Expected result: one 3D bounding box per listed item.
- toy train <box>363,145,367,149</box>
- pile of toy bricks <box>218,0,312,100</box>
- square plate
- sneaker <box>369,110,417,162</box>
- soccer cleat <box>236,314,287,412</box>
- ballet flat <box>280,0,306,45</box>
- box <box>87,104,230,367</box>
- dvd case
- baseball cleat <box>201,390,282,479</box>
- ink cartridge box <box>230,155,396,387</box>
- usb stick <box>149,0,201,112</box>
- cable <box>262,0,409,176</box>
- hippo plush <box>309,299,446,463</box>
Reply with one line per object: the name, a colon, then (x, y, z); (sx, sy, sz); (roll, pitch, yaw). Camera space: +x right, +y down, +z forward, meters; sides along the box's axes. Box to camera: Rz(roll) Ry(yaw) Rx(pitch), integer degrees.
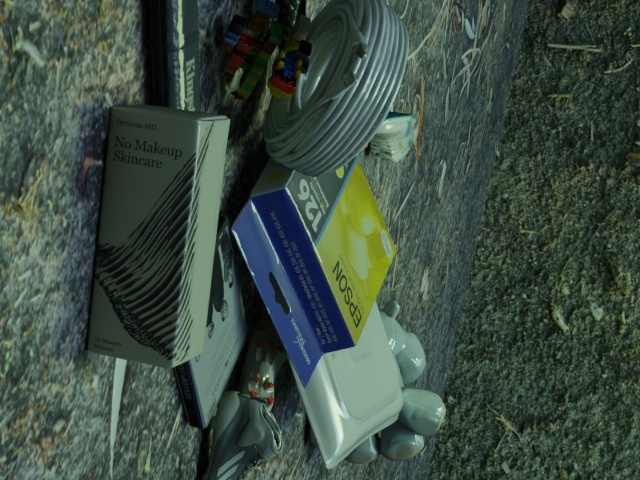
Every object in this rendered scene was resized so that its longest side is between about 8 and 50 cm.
toy train: (0.060, -0.199, 2.315); (0.125, 0.046, 0.166); (52, 50, -70)
pile of toy bricks: (-0.081, -0.229, 1.746); (0.105, 0.118, 0.212); (-57, -167, 27)
square plate: (0.034, 0.152, 2.134); (0.344, 0.049, 0.347); (-17, 89, -68)
sneaker: (0.127, -0.193, 2.484); (0.228, 0.087, 0.092); (1, 101, -72)
soccer cleat: (-0.090, 0.191, 2.015); (0.076, 0.068, 0.196); (-52, -163, 43)
ballet flat: (-0.030, -0.314, 1.924); (0.173, 0.049, 0.057); (84, 23, -43)
box: (-0.178, -0.007, 1.482); (0.094, 0.113, 0.275); (-21, 118, -71)
dvd case: (-0.150, 0.110, 1.797); (0.239, 0.029, 0.179); (84, 22, -45)
baseball cleat: (-0.112, 0.317, 1.906); (0.072, 0.109, 0.206); (-53, 151, -68)
ink cartridge box: (0.000, 0.000, 1.953); (0.307, 0.072, 0.304); (-67, 143, -46)
usb stick: (-0.165, -0.177, 1.541); (0.077, 0.045, 0.278); (-56, 152, -57)
cable: (0.018, -0.210, 1.784); (0.257, 0.089, 0.257); (-47, -153, 39)
hippo plush: (0.079, 0.250, 2.473); (0.294, 0.234, 0.236); (39, 29, -25)
